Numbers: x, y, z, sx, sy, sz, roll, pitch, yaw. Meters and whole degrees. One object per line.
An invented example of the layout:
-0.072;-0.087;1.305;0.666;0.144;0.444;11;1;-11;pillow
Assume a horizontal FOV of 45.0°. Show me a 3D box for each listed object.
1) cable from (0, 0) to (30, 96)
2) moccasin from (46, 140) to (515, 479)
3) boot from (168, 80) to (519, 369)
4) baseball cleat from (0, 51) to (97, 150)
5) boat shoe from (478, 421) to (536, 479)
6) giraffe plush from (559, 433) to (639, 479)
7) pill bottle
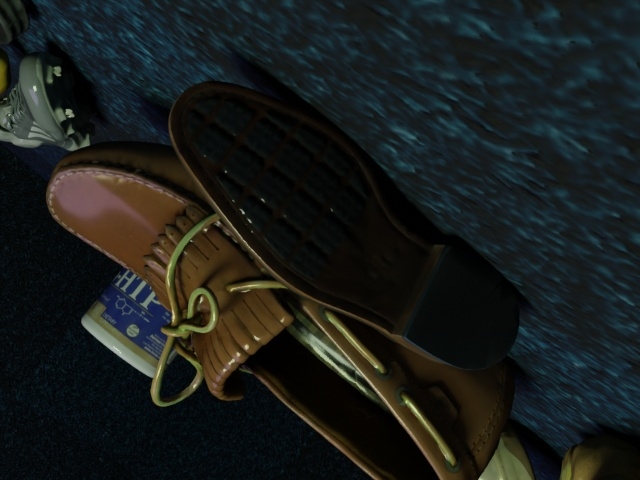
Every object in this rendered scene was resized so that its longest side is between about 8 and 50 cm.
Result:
-0.313;-0.212;0.688;0.287;0.072;0.139;-8;117;57;cable
-0.044;0.061;0.565;0.380;0.147;0.139;38;139;0;moccasin
0.000;0.000;0.438;0.219;0.082;0.106;39;166;-14;boot
-0.279;-0.122;0.738;0.109;0.072;0.206;-2;170;-7;baseball cleat
0.185;0.354;0.769;0.121;0.110;0.341;43;-149;-89;boat shoe
0.244;0.252;0.523;0.170;0.210;0.181;10;-167;14;giraffe plush
-0.174;0.054;0.894;0.112;0.186;0.112;35;168;9;pill bottle
